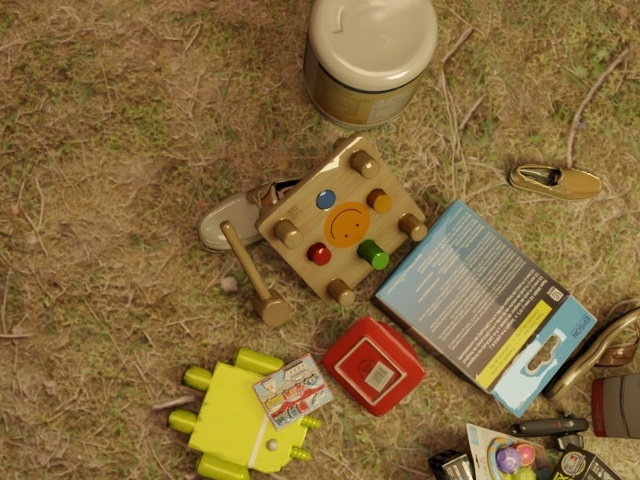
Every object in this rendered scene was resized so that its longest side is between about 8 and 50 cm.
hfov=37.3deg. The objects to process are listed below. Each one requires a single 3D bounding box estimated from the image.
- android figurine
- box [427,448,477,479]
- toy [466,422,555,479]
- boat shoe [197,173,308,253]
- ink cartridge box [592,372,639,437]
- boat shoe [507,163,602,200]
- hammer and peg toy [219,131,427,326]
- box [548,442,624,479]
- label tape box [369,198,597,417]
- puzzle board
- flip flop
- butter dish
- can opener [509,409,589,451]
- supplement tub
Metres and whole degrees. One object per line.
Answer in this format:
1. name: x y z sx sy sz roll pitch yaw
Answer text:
1. android figurine: -0.138 0.330 1.756 0.273 0.056 0.248 20 78 2
2. box: 0.268 0.486 1.689 0.051 0.175 0.220 -24 81 -5
3. toy: 0.361 0.404 1.687 0.237 0.056 0.136 26 46 -40
4. boat shoe: -0.095 -0.066 1.808 0.302 0.103 0.113 -23 81 -8
5. ink cartridge box: 0.634 0.299 1.694 0.207 0.283 0.117 3 79 -3
6. boat shoe: 0.470 -0.118 1.870 0.190 0.072 0.068 3 79 -3
7. hammer and peg toy: 0.000 0.000 1.723 0.361 0.127 0.266 -41 127 -2
8. box: 0.465 0.507 1.673 0.270 0.060 0.216 41 77 -40
9. label tape box: 0.304 0.129 1.795 0.348 0.115 0.249 41 80 2
10. puzzle board: -0.049 0.278 1.742 0.128 0.011 0.096 -27 84 -23
11. flip flop: 0.540 0.218 1.791 0.277 0.112 0.080 -42 80 -6
12. butter dish: 0.113 0.219 1.767 0.160 0.118 0.160 45 122 6
13. can opener: 0.428 0.348 1.753 0.186 0.059 0.073 13 50 -35
14. supplement tub: 0.083 -0.343 1.764 0.229 0.316 0.228 1 79 -4
